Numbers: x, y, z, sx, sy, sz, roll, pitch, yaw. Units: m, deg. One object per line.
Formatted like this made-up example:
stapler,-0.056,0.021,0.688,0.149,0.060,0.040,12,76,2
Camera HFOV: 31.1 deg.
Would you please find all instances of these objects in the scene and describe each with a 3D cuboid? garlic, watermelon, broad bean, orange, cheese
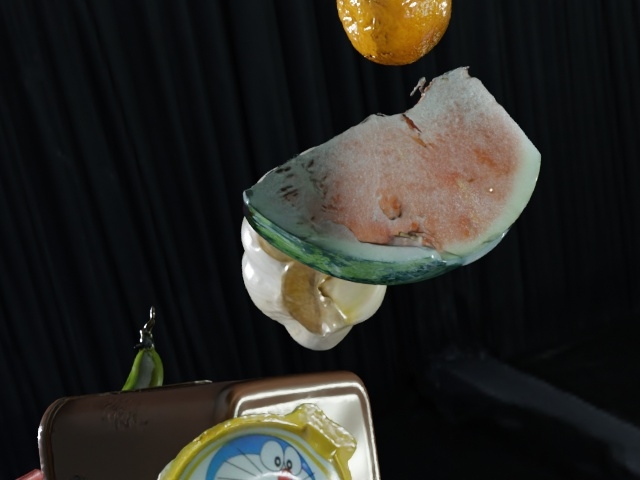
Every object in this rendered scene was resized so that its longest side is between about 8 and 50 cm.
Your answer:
garlic,-0.012,0.004,1.463,0.185,0.281,0.203,3,-142,33
watermelon,0.060,-0.046,1.155,0.305,0.180,0.224,-30,-154,-31
broad bean,-0.260,0.236,1.505,0.067,0.075,0.325,-37,-156,40
orange,0.110,-0.353,1.680,0.161,0.193,0.193,-17,-159,-11
cheese,-0.076,0.252,0.958,0.270,0.177,0.069,-48,-160,-1

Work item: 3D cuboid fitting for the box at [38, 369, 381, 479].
box,-0.102,0.269,1.266,0.229,0.239,0.339,-12,172,28

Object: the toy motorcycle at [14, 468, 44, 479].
toy motorcycle,-0.312,0.238,0.892,0.182,0.272,0.123,-29,-113,-30
